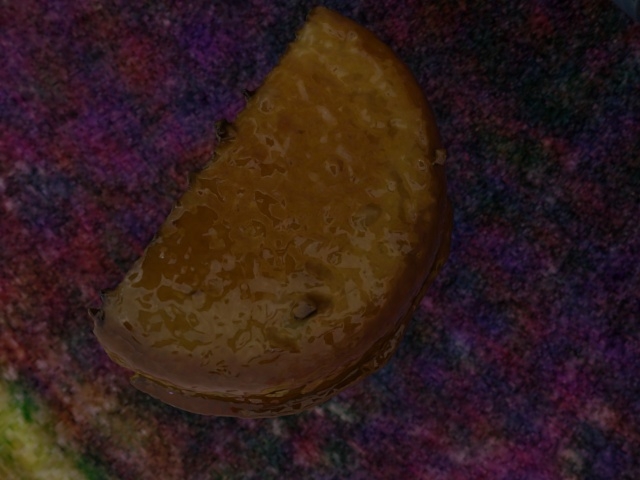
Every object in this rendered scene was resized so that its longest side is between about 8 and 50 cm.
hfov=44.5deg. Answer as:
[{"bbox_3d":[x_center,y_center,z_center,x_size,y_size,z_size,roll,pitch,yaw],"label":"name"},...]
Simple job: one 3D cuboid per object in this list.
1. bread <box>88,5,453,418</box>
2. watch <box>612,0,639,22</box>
[{"bbox_3d":[0.000,0.000,0.595,0.179,0.340,0.194,32,168,12],"label":"bread"},{"bbox_3d":[0.285,-0.171,0.426,0.193,0.211,0.211,40,151,22],"label":"watch"}]
